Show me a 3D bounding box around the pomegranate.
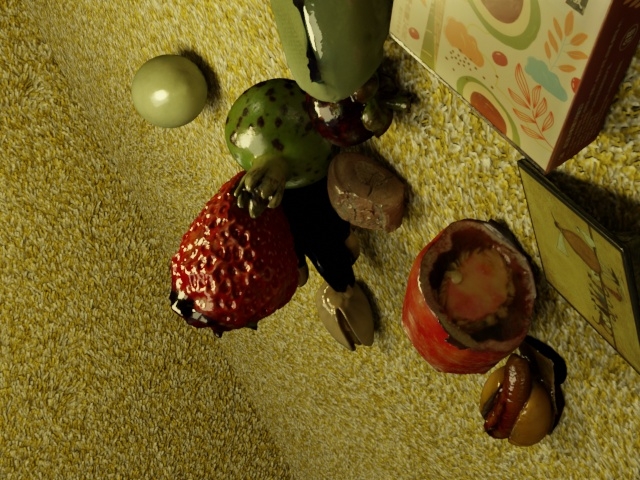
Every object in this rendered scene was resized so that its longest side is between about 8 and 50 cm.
[{"bbox_3d":[-0.102,-0.197,2.062,0.242,0.306,0.242,27,138,27],"label":"pomegranate"}]

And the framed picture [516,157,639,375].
[{"bbox_3d":[0.407,0.040,1.570,0.339,0.014,0.255,-121,9,-59],"label":"framed picture"}]

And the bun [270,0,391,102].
[{"bbox_3d":[0.029,-0.388,1.692,0.293,0.187,0.293,164,90,-78],"label":"bun"}]

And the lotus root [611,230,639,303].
[{"bbox_3d":[0.476,0.055,1.513,0.165,0.088,0.088,55,160,-20],"label":"lotus root"}]

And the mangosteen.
[{"bbox_3d":[0.059,-0.263,1.856,0.172,0.172,0.184,56,141,1],"label":"mangosteen"}]

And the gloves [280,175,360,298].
[{"bbox_3d":[-0.003,-0.003,2.280,0.301,0.197,0.152,59,-175,-14],"label":"gloves"}]

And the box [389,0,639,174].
[{"bbox_3d":[0.263,-0.336,1.355,0.344,0.122,0.385,47,156,24],"label":"box"}]

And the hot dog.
[{"bbox_3d":[0.384,0.318,2.028,0.194,0.107,0.326,38,151,39],"label":"hot dog"}]

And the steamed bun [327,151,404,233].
[{"bbox_3d":[0.090,-0.088,2.060,0.175,0.106,0.145,30,153,16],"label":"steamed bun"}]

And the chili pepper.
[{"bbox_3d":[0.274,0.124,1.894,0.251,0.229,0.305,47,167,15],"label":"chili pepper"}]

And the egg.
[{"bbox_3d":[-0.383,-0.379,2.560,0.253,0.186,0.186,15,134,63],"label":"egg"}]

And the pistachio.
[{"bbox_3d":[0.066,0.181,2.490,0.152,0.126,0.223,-93,-20,-59],"label":"pistachio"}]

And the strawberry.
[{"bbox_3d":[-0.164,0.039,2.173,0.292,0.310,0.292,36,-161,-14],"label":"strawberry"}]
